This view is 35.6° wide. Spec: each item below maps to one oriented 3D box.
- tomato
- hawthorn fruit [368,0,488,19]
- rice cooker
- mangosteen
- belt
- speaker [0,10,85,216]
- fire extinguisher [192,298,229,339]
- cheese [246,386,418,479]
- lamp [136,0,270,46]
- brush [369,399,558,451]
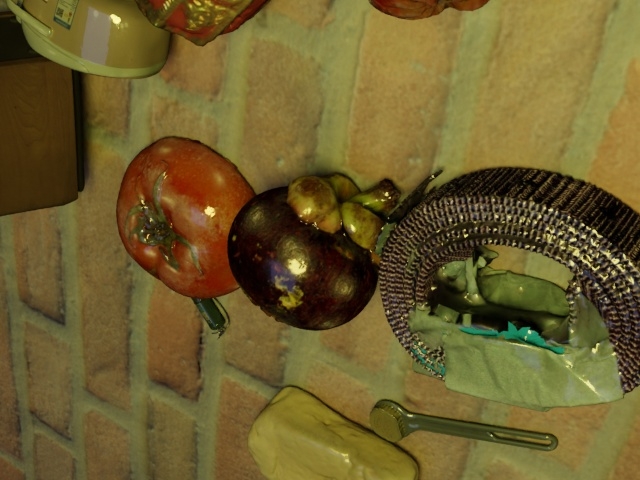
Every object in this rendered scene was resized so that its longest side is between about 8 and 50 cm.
[{"bbox_3d":[-0.188,-0.017,1.344,0.237,0.095,0.236,19,128,26],"label":"tomato"},{"bbox_3d":[0.100,-0.289,0.903,0.173,0.173,0.172,19,129,25],"label":"hawthorn fruit"},{"bbox_3d":[-0.272,-0.272,1.198,0.206,0.145,0.127,35,122,15],"label":"rice cooker"},{"bbox_3d":[0.000,0.000,1.179,0.192,0.192,0.217,44,96,3],"label":"mangosteen"},{"bbox_3d":[0.220,0.055,1.081,0.325,0.122,0.260,11,118,27],"label":"belt"},{"bbox_3d":[-0.423,-0.165,1.327,0.153,0.193,0.230,53,147,42],"label":"speaker"},{"bbox_3d":[-0.158,0.104,1.453,0.038,0.025,0.083,-24,104,20],"label":"fire extinguisher"},{"bbox_3d":[0.014,0.317,1.428,0.263,0.093,0.159,26,128,22],"label":"cheese"},{"bbox_3d":[-0.091,-0.322,1.020,0.177,0.177,0.274,52,133,-5],"label":"lamp"},{"bbox_3d":[0.180,0.249,1.304,0.266,0.027,0.062,1,119,35],"label":"brush"}]
